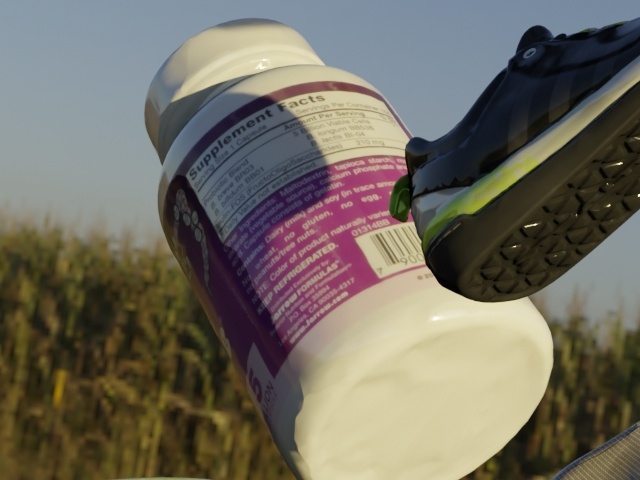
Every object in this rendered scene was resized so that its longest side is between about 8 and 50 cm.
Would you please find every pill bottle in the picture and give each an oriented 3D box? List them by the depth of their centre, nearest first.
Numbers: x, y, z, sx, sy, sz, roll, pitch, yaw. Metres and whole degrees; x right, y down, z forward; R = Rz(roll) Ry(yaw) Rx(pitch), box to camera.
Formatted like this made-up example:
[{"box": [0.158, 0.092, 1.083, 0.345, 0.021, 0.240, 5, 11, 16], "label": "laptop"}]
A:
[{"box": [0.000, 0.000, 1.013, 0.169, 0.169, 0.301, 13, 33, -40], "label": "pill bottle"}]

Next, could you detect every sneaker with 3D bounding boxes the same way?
[{"box": [0.120, -0.070, 0.718, 0.235, 0.097, 0.084, -37, -35, 20], "label": "sneaker"}]

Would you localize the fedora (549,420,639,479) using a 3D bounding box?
[{"box": [0.226, 0.213, 1.154, 0.244, 0.275, 0.124, -6, 48, -37], "label": "fedora"}]

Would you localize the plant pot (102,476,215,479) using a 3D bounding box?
[{"box": [-0.149, 0.376, 1.277, 0.366, 0.353, 0.366, -6, -19, -2], "label": "plant pot"}]
